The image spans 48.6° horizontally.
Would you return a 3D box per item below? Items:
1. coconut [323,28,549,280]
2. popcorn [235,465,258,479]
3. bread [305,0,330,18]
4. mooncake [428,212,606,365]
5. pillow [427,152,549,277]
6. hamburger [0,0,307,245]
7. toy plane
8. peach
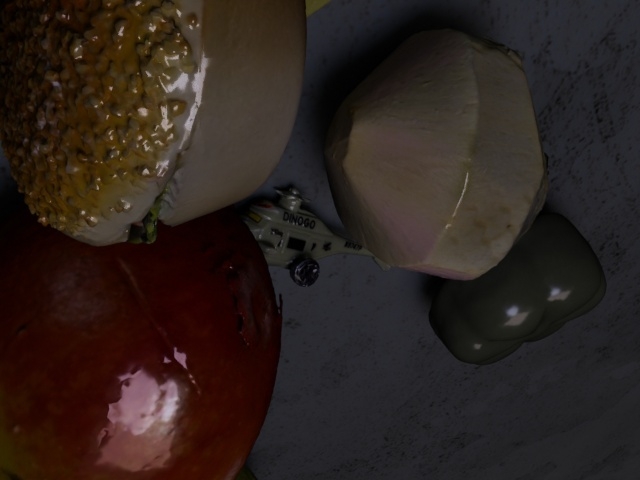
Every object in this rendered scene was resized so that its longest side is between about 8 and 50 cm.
[{"bbox_3d":[0.117,-0.089,0.740,0.259,0.259,0.259,-15,138,-14],"label":"coconut"},{"bbox_3d":[-0.197,0.478,1.208,0.221,0.184,0.204,-46,150,2],"label":"popcorn"},{"bbox_3d":[0.019,-0.264,0.615,0.226,0.088,0.049,-33,142,9],"label":"bread"},{"bbox_3d":[0.290,0.084,1.047,0.274,0.135,0.275,-25,157,-11],"label":"mooncake"},{"bbox_3d":[0.246,-0.027,1.006,0.093,0.051,0.241,15,124,-43],"label":"pillow"},{"bbox_3d":[-0.139,-0.143,0.510,0.170,0.302,0.302,-9,138,-35],"label":"hamburger"},{"bbox_3d":[0.000,0.000,0.890,0.286,0.092,0.108,15,100,-35],"label":"toy plane"},{"bbox_3d":[-0.198,0.115,0.715,0.369,0.370,0.370,-15,138,-14],"label":"peach"}]
